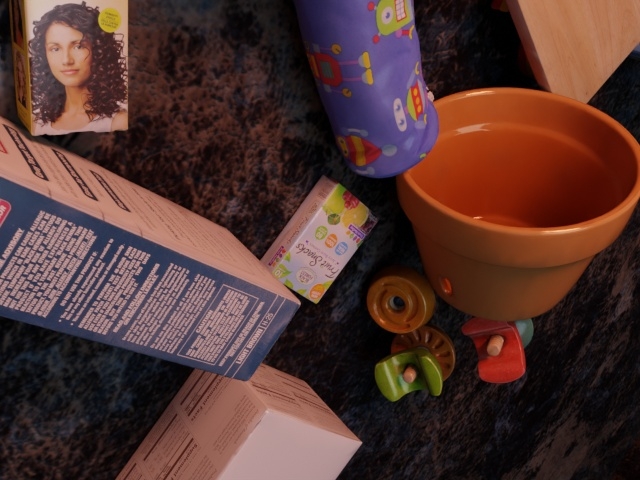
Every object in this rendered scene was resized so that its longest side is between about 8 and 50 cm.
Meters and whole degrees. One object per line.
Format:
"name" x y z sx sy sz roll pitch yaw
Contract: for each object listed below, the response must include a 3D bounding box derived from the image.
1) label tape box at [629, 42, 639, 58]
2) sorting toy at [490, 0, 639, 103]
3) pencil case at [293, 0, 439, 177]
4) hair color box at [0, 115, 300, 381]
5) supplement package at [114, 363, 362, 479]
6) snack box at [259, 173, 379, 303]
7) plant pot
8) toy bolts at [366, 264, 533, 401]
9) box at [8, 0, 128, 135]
"label tape box" 0.594 -0.403 0.929 0.105 0.240 0.334 2 114 -39
"sorting toy" 0.340 -0.337 0.874 0.255 0.089 0.257 -49 135 -4
"pencil case" 0.051 -0.213 0.694 0.133 0.119 0.306 -36 133 -17
"hair color box" -0.197 0.006 0.589 0.347 0.174 0.105 30 97 -45
"supplement package" -0.114 0.304 0.857 0.262 0.145 0.204 -54 135 2
"snack box" 0.000 0.000 0.840 0.141 0.037 0.100 -53 134 1
"plant pot" 0.239 -0.036 0.849 0.290 0.291 0.204 -28 139 -23
"toy bolts" 0.196 0.114 0.982 0.158 0.228 0.218 -37 112 -59
"box" -0.205 -0.206 0.536 0.087 0.058 0.232 -12 122 -34
